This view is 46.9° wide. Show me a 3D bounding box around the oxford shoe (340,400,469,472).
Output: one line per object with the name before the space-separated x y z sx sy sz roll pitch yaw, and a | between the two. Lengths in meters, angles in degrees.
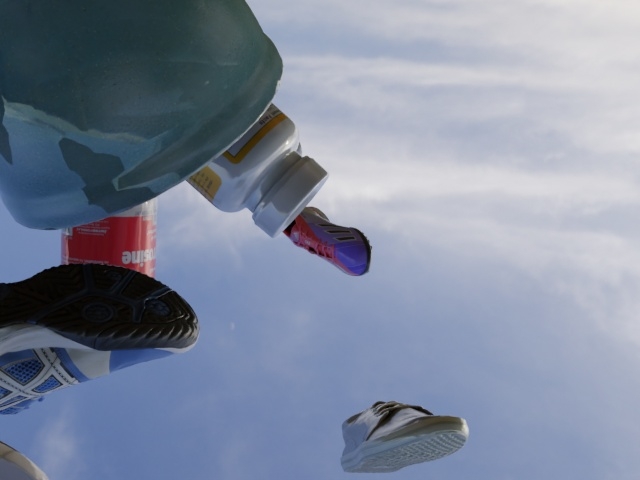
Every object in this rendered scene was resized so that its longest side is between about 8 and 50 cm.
oxford shoe | 0.141 0.371 1.431 0.169 0.449 0.130 7 -113 -14

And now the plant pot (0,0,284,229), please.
plant pot | -0.203 -0.180 0.646 0.293 0.196 0.293 -17 -144 13

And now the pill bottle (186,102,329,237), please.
pill bottle | -0.096 -0.103 0.737 0.208 0.117 0.117 41 -138 1

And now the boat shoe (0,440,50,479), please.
boat shoe | -0.570 0.304 1.172 0.340 0.127 0.158 38 -165 -21

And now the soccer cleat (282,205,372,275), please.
soccer cleat | 0.000 0.000 1.671 0.116 0.109 0.318 0 -160 -32

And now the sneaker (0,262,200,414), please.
sneaker | -0.190 0.070 0.508 0.211 0.081 0.080 -1 -146 -18

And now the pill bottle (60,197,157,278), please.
pill bottle | -0.526 0.076 1.831 0.229 0.408 0.229 3 -172 0

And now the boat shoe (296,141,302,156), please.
boat shoe | -0.150 -0.218 1.467 0.088 0.096 0.267 -30 -124 -35
